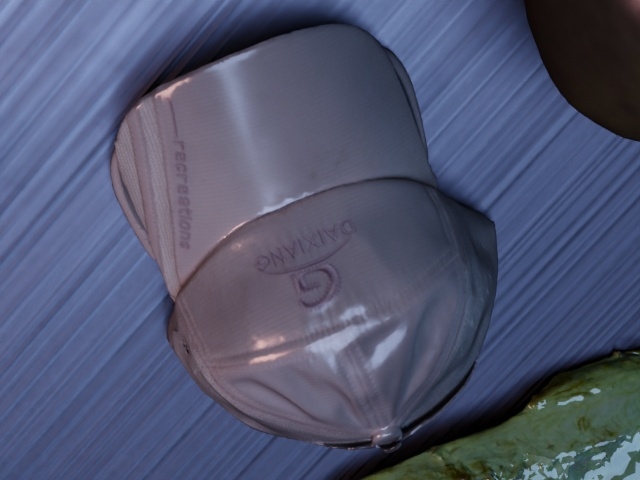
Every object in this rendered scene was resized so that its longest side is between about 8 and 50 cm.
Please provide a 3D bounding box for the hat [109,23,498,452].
[{"bbox_3d":[0.000,0.000,0.820,0.219,0.164,0.226,-23,139,-2],"label":"hat"}]

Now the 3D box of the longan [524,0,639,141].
[{"bbox_3d":[0.217,-0.161,0.752,0.246,0.215,0.246,-3,142,-2],"label":"longan"}]

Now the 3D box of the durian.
[{"bbox_3d":[0.157,0.207,0.989,0.394,0.163,0.198,-31,78,-1],"label":"durian"}]
